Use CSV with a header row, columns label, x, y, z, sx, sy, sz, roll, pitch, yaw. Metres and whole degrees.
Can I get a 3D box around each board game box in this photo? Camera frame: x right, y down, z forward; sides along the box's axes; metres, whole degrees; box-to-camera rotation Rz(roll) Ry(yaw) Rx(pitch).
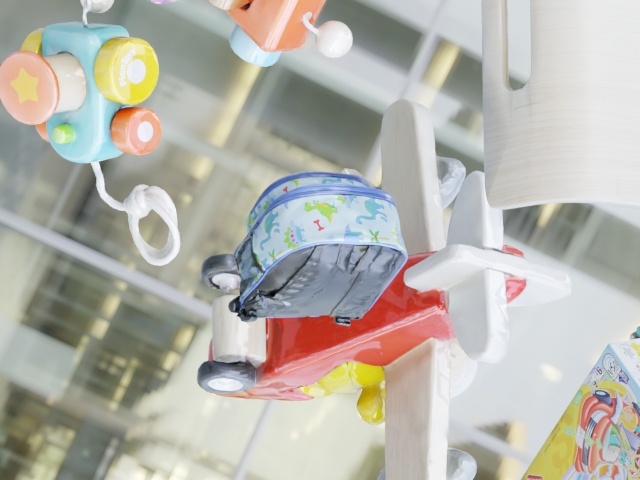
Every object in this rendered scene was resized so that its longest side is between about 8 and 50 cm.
label,x,y,z,sx,sy,sz,roll,pitch,yaw
board game box,0.168,0.146,0.990,0.103,0.026,0.154,58,-40,34

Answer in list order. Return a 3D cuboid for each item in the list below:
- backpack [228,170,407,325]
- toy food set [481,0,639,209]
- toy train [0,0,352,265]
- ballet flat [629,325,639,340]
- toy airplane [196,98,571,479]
label,x,y,z,sx,sy,sz,roll,pitch,yaw
backpack,0.000,0.000,1.182,0.114,0.105,0.084,132,-45,-55
toy food set,0.242,-0.112,1.141,0.092,0.306,0.219,-18,-111,58
toy train,-0.063,-0.070,0.620,0.046,0.125,0.166,-13,147,-45
ballet flat,0.444,0.163,1.930,0.091,0.241,0.077,-10,112,-44
toy airplane,0.091,0.085,1.763,0.384,0.272,0.386,39,-84,43
